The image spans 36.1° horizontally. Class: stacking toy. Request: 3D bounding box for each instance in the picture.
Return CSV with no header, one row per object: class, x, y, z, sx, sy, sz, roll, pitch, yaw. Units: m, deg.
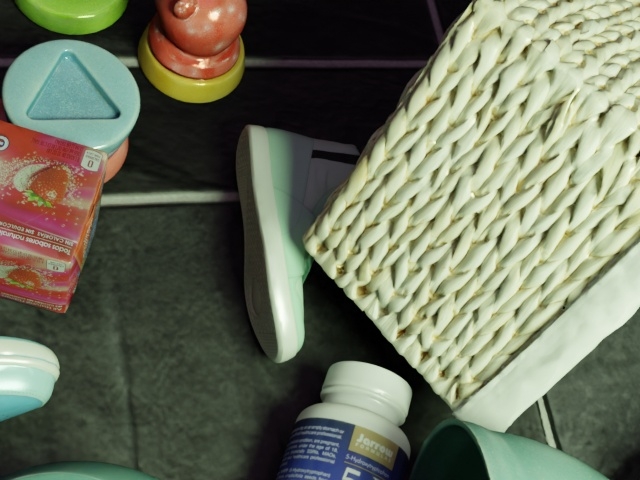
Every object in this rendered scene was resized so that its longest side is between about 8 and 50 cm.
stacking toy,-0.245,-0.225,1.014,0.279,0.130,0.309,41,60,5

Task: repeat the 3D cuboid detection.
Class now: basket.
basket,0.216,-0.047,0.918,0.266,0.331,0.328,44,38,14

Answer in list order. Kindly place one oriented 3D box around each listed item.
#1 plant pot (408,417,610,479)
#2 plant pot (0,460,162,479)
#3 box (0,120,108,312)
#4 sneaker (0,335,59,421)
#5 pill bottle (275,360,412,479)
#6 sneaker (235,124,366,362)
plant pot,0.183,0.302,0.786,0.196,0.293,0.293,10,62,-8
plant pot,-0.169,0.289,0.679,0.293,0.235,0.293,0,55,0
box,-0.336,-0.038,0.895,0.257,0.128,0.122,16,61,-9
sneaker,-0.355,0.202,0.778,0.319,0.127,0.208,-13,67,-12
pill bottle,0.020,0.211,0.892,0.112,0.112,0.186,22,61,-6
sneaker,0.000,-0.001,1.001,0.151,0.094,0.255,3,65,-19
